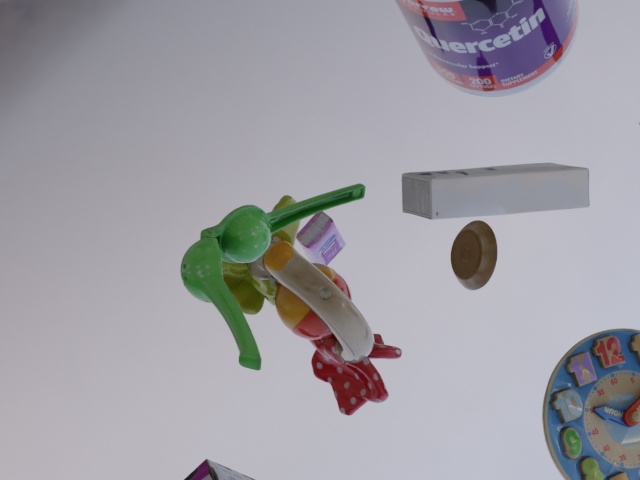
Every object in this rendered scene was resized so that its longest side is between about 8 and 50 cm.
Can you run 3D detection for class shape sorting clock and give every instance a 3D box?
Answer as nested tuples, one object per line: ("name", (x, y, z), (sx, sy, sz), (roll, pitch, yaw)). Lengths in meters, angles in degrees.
("shape sorting clock", (0.344, 0.200, 1.823), (0.206, 0.206, 0.040), (-43, -179, -21))

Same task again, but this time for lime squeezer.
("lime squeezer", (-0.055, 0.008, 1.406), (0.110, 0.058, 0.310), (-3, -154, 21))

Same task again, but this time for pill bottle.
("pill bottle", (0.156, -0.290, 1.685), (0.182, 0.323, 0.181), (-7, -113, 17))

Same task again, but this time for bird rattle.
("bird rattle", (-0.013, 0.080, 1.758), (0.143, 0.253, 0.207), (-37, 180, -11))

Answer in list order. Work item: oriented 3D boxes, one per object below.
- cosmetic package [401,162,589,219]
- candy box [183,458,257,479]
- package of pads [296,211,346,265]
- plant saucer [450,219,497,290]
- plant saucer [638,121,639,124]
("cosmetic package", (0.239, -0.069, 2.221), (0.239, 0.060, 0.099), (-5, -170, -21))
("candy box", (-0.095, 0.353, 1.851), (0.159, 0.233, 0.071), (-44, -134, 16))
("package of pads", (0.000, 0.000, 2.055), (0.050, 0.083, 0.032), (-45, -114, -7))
("plant saucer", (0.176, 0.017, 1.916), (0.083, 0.015, 0.083), (-15, -107, 56))
("plant saucer", (0.422, -0.132, 1.847), (0.119, 0.021, 0.119), (-7, 178, 0))
